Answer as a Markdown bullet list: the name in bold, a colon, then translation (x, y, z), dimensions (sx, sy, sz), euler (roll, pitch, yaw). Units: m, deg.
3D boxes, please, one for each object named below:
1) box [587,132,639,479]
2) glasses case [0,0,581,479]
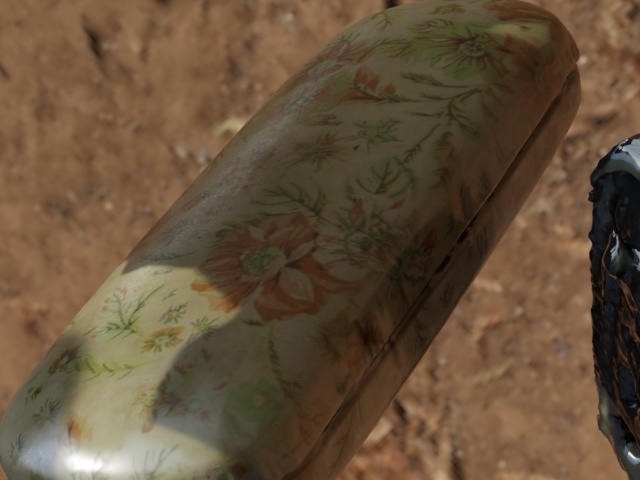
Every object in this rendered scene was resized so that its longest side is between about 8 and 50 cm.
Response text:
- **box**: translation (0.311, 0.004, 0.967), dimensions (0.359, 0.350, 0.091), euler (75, 173, -59)
- **glasses case**: translation (0.000, 0.000, 0.896), dimensions (0.156, 0.425, 0.098), euler (2, 124, 30)
